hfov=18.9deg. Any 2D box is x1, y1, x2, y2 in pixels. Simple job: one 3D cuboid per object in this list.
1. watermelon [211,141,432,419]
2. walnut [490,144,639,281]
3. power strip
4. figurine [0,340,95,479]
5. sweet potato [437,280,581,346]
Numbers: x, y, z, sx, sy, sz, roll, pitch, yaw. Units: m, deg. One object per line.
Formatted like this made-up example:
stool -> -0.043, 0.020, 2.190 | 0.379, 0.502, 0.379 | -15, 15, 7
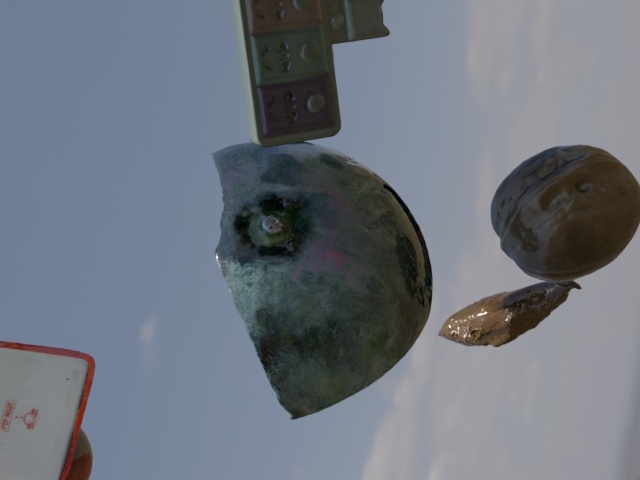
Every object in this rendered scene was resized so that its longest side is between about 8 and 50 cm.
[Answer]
watermelon -> -0.002, -0.002, 1.907 | 0.175, 0.188, 0.322 | 57, -169, -62
walnut -> 0.257, -0.030, 1.996 | 0.140, 0.162, 0.140 | 55, 174, 9
power strip -> -0.011, -0.204, 1.815 | 0.061, 0.145, 0.216 | -148, 51, -73
figurine -> -0.344, 0.258, 2.358 | 0.226, 0.160, 0.183 | 76, -157, -60
sweet potato -> 0.218, 0.086, 2.209 | 0.060, 0.206, 0.068 | 31, -134, -34
